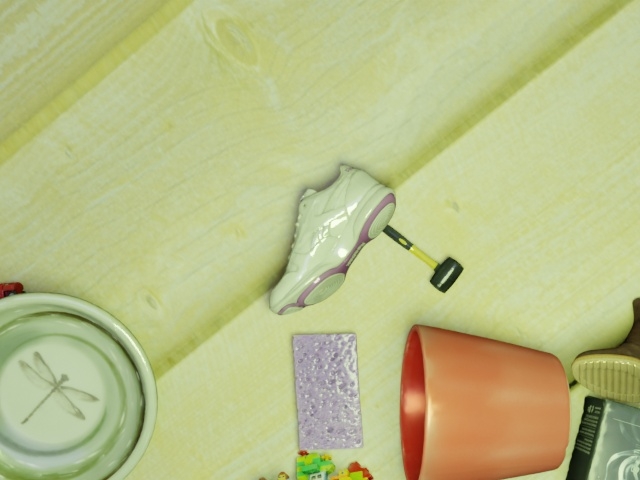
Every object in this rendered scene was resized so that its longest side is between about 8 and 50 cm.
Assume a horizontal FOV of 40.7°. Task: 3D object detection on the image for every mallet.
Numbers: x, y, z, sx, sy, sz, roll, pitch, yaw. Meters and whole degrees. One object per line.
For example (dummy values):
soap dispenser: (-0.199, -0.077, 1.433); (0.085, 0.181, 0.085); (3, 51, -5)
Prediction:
mallet: (0.165, 0.026, 1.565); (0.189, 0.039, 0.062); (31, 94, 11)

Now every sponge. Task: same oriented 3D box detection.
sponge: (0.014, 0.274, 1.571); (0.117, 0.031, 0.210); (-4, 87, 6)

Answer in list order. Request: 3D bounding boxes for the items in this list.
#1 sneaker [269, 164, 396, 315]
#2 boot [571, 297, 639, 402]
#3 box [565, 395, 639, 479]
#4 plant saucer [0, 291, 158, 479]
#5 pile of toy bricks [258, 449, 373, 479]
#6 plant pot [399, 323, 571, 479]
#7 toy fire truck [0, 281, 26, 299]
sneaker: (0.000, 0.000, 1.560); (0.152, 0.114, 0.305); (41, 92, 24)
boot: (0.538, 0.173, 1.449); (0.248, 0.207, 0.090); (4, 124, 6)
box: (0.579, 0.455, 1.412); (0.343, 0.179, 0.313); (15, 84, 8)
plant saucer: (-0.493, 0.283, 1.568); (0.400, 0.100, 0.401); (-1, 97, -4)
pile of toy bricks: (-0.019, 0.425, 1.546); (0.212, 0.118, 0.105); (-16, 48, 16)
plant pot: (0.270, 0.282, 1.444); (0.243, 0.275, 0.275); (2, 88, -4)
toy fire truck: (-0.622, 0.180, 1.634); (0.135, 0.047, 0.192); (-7, 88, 5)
